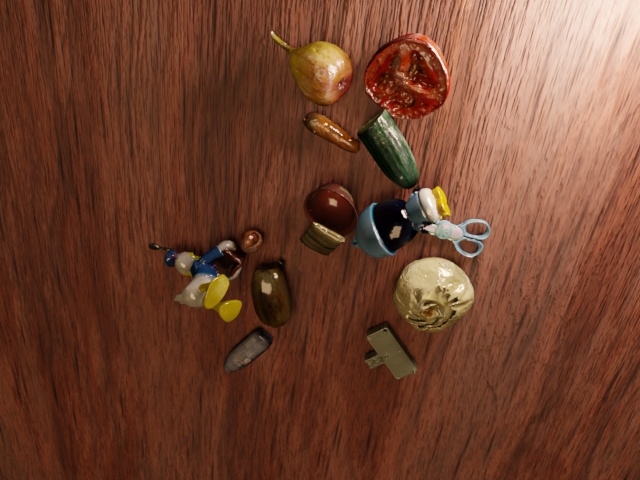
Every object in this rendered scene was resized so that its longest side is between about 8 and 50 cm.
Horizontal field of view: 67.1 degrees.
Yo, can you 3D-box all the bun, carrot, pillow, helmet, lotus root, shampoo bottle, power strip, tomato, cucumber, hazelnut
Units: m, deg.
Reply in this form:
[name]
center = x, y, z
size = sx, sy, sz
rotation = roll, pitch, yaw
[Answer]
[bun]
center = 0.354, 0.180, 1.517
size = 0.260, 0.152, 0.259
rotation = 5, 117, 10
[carrot]
center = 0.035, -0.309, 1.389
size = 0.186, 0.060, 0.060
rotation = 29, 117, -12
[pillow]
center = 0.000, 0.000, 1.490
size = 0.113, 0.038, 0.203
rotation = 30, 161, -4
[helmet]
center = 0.046, -0.106, 1.454
size = 0.175, 0.106, 0.155
rotation = 40, 130, -8
[lotus root]
center = -0.164, 0.189, 1.625
size = 0.124, 0.123, 0.240
rotation = -1, 113, 20
[shampoo bottle]
center = -0.276, 0.415, 1.791
size = 0.087, 0.049, 0.234
rotation = 41, 115, -12
[power strip]
center = 0.226, 0.404, 1.694
size = 0.145, 0.061, 0.215
rotation = -30, 106, 20
[tomato]
center = 0.230, -0.439, 1.269
size = 0.228, 0.101, 0.227
rotation = 11, 136, 11
[cucumber]
center = 0.200, -0.238, 1.370
size = 0.115, 0.063, 0.244
rotation = -22, 120, 39
[hazelnut]
center = -0.227, 0.005, 1.569
size = 0.087, 0.086, 0.086
rotation = 4, 116, 8

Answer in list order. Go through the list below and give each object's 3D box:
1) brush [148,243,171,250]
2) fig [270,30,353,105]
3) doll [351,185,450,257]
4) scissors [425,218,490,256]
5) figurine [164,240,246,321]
[brush]
center = -0.558, 0.026, 1.676
size = 0.084, 0.008, 0.024
rotation = 11, 115, 4
[fig]
center = -0.038, -0.478, 1.290
size = 0.257, 0.159, 0.159
rotation = 41, 116, 9
[doll]
center = 0.222, -0.049, 1.413
size = 0.314, 0.177, 0.141
rotation = -25, 143, 28
[scissors]
center = 0.381, -0.031, 1.475
size = 0.256, 0.030, 0.125
rotation = 16, 118, 3
[figurine]
center = -0.374, 0.083, 1.554
size = 0.339, 0.283, 0.204
rotation = 22, 138, 28
